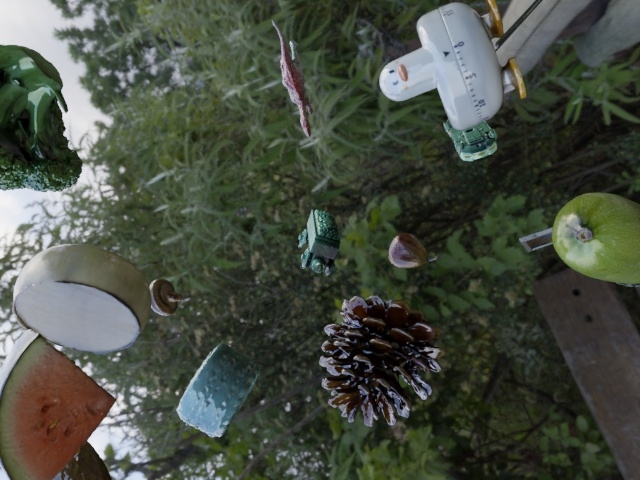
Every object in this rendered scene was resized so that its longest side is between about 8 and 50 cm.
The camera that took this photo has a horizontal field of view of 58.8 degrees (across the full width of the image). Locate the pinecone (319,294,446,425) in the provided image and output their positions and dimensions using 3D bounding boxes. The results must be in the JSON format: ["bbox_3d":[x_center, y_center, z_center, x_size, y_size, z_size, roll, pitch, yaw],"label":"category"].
[{"bbox_3d":[0.113,0.252,1.150,0.264,0.264,0.264,-21,-90,-85],"label":"pinecone"}]

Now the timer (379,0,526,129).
[{"bbox_3d":[0.240,-0.321,1.082,0.233,0.240,0.234,-20,-90,-73],"label":"timer"}]

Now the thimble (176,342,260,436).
[{"bbox_3d":[-0.267,0.399,1.503,0.235,0.143,0.198,-55,-7,-36],"label":"thimble"}]

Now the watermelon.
[{"bbox_3d":[-0.223,0.146,0.481,0.125,0.094,0.135,140,131,-59],"label":"watermelon"}]

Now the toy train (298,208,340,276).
[{"bbox_3d":[0.000,0.000,1.133,0.172,0.070,0.100,-99,28,-66],"label":"toy train"}]

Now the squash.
[{"bbox_3d":[0.430,-0.007,0.852,0.247,0.132,0.133,13,-131,-43],"label":"squash"}]

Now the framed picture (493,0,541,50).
[{"bbox_3d":[0.472,-0.518,1.351,0.016,0.347,0.265,43,170,0],"label":"framed picture"}]

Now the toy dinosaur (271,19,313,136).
[{"bbox_3d":[-0.062,-0.367,1.264,0.242,0.053,0.167,71,-172,-58],"label":"toy dinosaur"}]

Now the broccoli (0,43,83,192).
[{"bbox_3d":[-0.677,-0.265,1.188,0.321,0.310,0.413,8,145,53],"label":"broccoli"}]

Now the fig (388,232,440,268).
[{"bbox_3d":[0.226,0.035,1.352,0.125,0.089,0.089,26,159,31],"label":"fig"}]

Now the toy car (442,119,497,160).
[{"bbox_3d":[0.332,-0.230,1.246,0.186,0.093,0.058,-94,-19,-55],"label":"toy car"}]

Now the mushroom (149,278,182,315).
[{"bbox_3d":[-0.525,0.190,1.899,0.085,0.109,0.126,-32,64,53],"label":"mushroom"}]

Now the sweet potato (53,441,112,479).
[{"bbox_3d":[-0.412,0.310,0.845,0.092,0.341,0.114,14,-83,-59],"label":"sweet potato"}]

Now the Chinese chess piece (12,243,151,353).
[{"bbox_3d":[-0.469,0.120,1.132,0.257,0.257,0.104,65,-162,-45],"label":"Chinese chess piece"}]

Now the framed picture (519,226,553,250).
[{"bbox_3d":[0.647,-0.030,1.464,0.184,0.249,0.016,20,-129,-63],"label":"framed picture"}]
